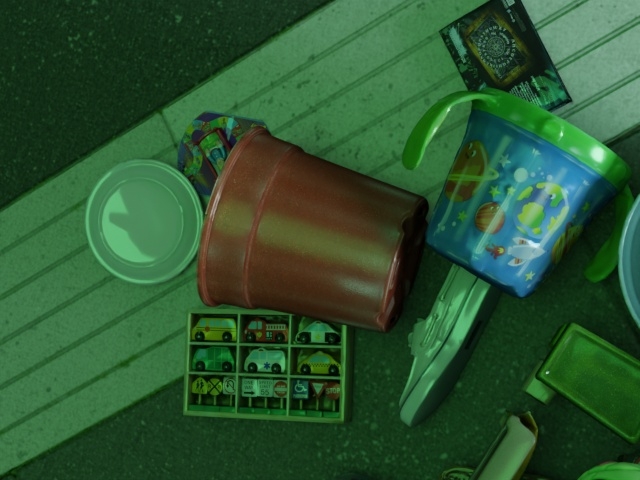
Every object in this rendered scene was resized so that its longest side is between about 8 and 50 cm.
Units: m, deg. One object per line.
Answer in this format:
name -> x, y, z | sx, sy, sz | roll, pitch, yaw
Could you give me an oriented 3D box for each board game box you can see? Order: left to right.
board game box -> -0.153, -0.130, 2.142 | 0.169, 0.033, 0.133 | 12, 92, 21
board game box -> 0.263, -0.251, 1.987 | 0.126, 0.026, 0.186 | -28, 78, 18

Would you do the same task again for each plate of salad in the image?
plate of salad -> -0.275, -0.030, 2.178 | 0.200, 0.048, 0.199 | 1, 94, 13

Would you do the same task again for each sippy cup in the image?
sippy cup -> 0.260, -0.052, 1.851 | 0.306, 0.240, 0.224 | 30, 91, 15

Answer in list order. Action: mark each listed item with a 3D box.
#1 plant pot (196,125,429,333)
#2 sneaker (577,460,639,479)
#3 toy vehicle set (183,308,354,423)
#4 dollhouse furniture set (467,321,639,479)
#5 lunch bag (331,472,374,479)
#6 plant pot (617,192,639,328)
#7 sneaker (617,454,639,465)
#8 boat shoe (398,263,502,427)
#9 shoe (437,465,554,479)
plant pot -> 0.000, 0.000, 1.966 | 0.265, 0.272, 0.272 | 16, 93, 14
sneaker -> 0.312, 0.486, 1.762 | 0.185, 0.202, 0.482 | 19, 128, 6
toy vehicle set -> -0.080, 0.187, 2.094 | 0.267, 0.035, 0.165 | 0, 87, 22
dollhouse furniture set -> 0.309, 0.273, 1.830 | 0.151, 0.197, 0.301 | 33, 87, 7
lunch bag -> 0.099, 0.476, 1.968 | 0.279, 0.108, 0.224 | 22, 95, 21
plant pot -> 0.544, 0.029, 1.769 | 0.293, 0.196, 0.293 | -1, 87, 22
sneaker -> 0.419, 0.365, 1.886 | 0.065, 0.061, 0.157 | 10, 90, 49
boat shoe -> 0.170, 0.140, 1.977 | 0.084, 0.095, 0.258 | 30, 87, 25
shoe -> 0.273, 0.363, 1.939 | 0.219, 0.058, 0.076 | 14, 72, 18
